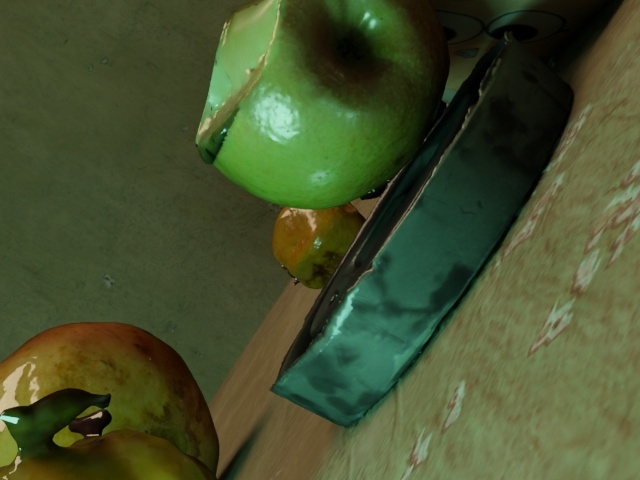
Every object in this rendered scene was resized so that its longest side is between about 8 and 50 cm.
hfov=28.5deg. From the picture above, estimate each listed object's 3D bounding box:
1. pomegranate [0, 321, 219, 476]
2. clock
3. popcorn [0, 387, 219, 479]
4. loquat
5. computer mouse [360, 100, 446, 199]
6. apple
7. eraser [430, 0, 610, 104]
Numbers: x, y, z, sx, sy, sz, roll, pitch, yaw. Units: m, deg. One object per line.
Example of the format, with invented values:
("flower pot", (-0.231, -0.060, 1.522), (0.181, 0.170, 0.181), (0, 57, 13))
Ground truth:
("pomegranate", (-0.294, 0.268, 1.543), (0.338, 0.338, 0.338), (-56, 3, 4))
("clock", (0.074, -0.007, 0.959), (0.325, 0.067, 0.325), (-57, 2, 3))
("popcorn", (-0.188, 0.258, 0.943), (0.297, 0.281, 0.316), (-18, -15, 21))
("loquat", (0.000, 0.000, 1.663), (0.137, 0.137, 0.113), (-56, -11, 23))
("computer mouse", (0.103, -0.139, 1.684), (0.170, 0.100, 0.269), (-59, 6, 13))
("apple", (0.004, -0.114, 0.962), (0.207, 0.174, 0.188), (-30, 12, -14))
("eraser", (0.134, -0.197, 1.087), (0.290, 0.171, 0.087), (133, 139, -73))
